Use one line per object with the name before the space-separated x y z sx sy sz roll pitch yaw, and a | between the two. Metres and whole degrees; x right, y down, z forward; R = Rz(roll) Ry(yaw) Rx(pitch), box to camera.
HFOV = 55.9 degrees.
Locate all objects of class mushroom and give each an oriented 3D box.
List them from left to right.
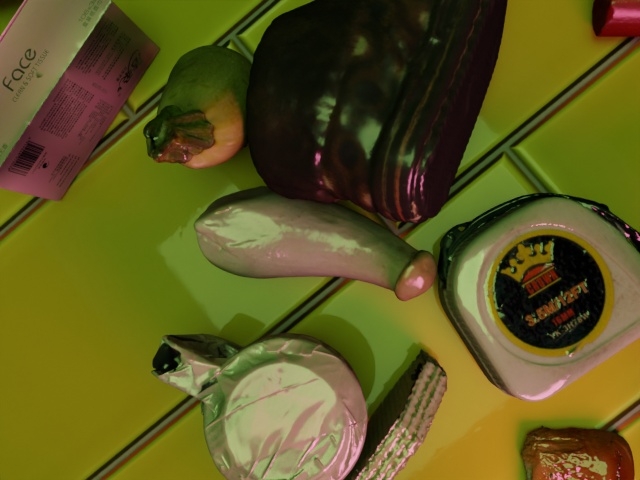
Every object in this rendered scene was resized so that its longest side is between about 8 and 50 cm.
mushroom | 0.000 0.000 0.695 0.270 0.118 0.103 9 125 8

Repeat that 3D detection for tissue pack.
tissue pack | -0.319 -0.177 0.725 0.093 0.148 0.246 33 90 8

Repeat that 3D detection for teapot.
teapot | -0.063 0.182 0.666 0.222 0.178 0.163 0 86 1

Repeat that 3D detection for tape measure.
tape measure | 0.254 0.040 0.669 0.235 0.115 0.207 -32 85 -4

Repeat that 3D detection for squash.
squash | -0.117 -0.128 0.662 0.137 0.287 0.137 -3 116 -7

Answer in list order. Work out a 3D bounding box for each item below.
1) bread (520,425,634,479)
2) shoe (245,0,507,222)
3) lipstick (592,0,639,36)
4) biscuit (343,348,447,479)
bread | 0.293 0.281 0.684 0.126 0.044 0.129 4 91 8
shoe | 0.064 -0.212 0.666 0.237 0.171 0.383 16 76 21
lipstick | 0.458 -0.263 0.673 0.280 0.073 0.073 2 88 6
biscuit | 0.057 0.237 0.664 0.046 0.147 0.250 36 90 4
